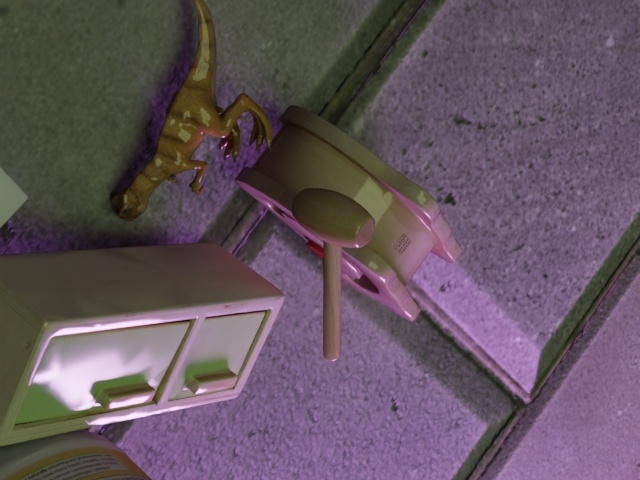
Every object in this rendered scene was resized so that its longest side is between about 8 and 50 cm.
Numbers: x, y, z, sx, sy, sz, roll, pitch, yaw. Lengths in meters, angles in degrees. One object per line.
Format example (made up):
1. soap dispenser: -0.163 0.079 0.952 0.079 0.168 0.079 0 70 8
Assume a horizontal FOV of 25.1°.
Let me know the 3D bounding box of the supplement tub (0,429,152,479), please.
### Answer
1. supplement tub: -0.172 0.282 1.002 0.241 0.331 0.241 -35 147 -28

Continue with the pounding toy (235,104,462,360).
1. pounding toy: 0.000 0.000 1.173 0.155 0.154 0.269 -54 157 -6

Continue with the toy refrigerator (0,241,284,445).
1. toy refrigerator: -0.148 0.071 1.064 0.269 0.094 0.102 -3 123 -57

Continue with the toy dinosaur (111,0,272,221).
1. toy dinosaur: -0.095 -0.104 1.116 0.112 0.064 0.211 15 98 -40

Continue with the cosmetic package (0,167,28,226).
1. cosmetic package: -0.316 0.026 0.973 0.239 0.099 0.060 -49 128 -12
